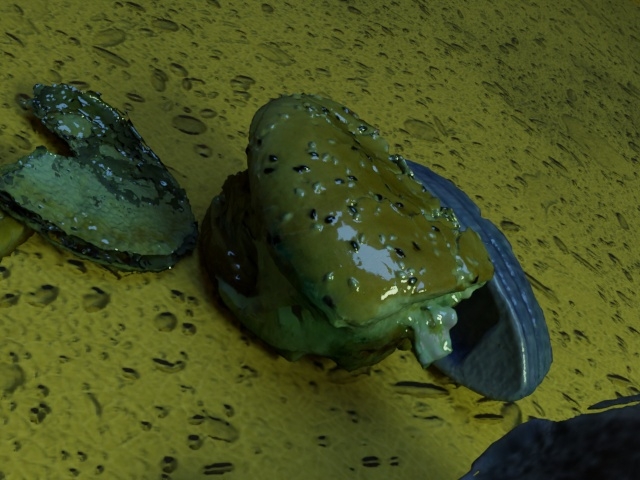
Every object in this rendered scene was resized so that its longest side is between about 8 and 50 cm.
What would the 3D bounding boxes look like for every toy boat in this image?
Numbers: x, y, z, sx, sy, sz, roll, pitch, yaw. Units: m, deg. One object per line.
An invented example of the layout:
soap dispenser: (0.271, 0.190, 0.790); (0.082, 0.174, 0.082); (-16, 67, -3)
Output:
toy boat: (0.120, 0.037, 0.827); (0.078, 0.127, 0.283); (1, 44, -48)

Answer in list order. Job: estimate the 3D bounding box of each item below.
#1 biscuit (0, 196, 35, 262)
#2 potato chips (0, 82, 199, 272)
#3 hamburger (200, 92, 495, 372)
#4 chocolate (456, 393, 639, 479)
biscuit: (-0.329, -0.005, 0.593); (0.172, 0.029, 0.254); (32, 34, -2)
potato chips: (-0.199, -0.059, 0.753); (0.202, 0.029, 0.219); (20, 36, -33)
hamburger: (0.000, 0.000, 0.733); (0.192, 0.167, 0.288); (-14, 56, -50)
chocolate: (0.197, 0.266, 0.514); (0.213, 0.303, 0.303); (53, 31, -15)
